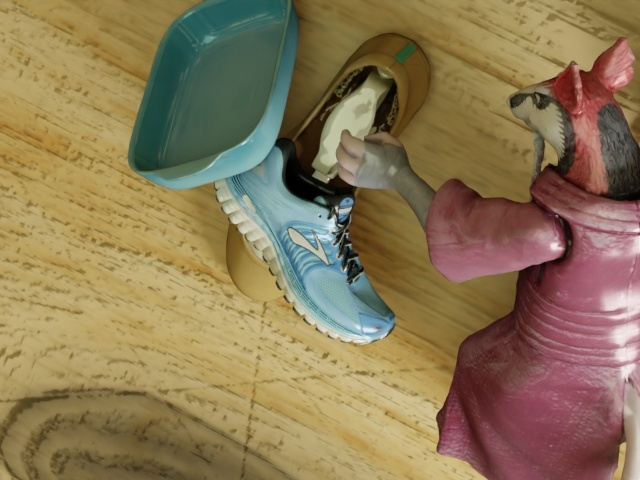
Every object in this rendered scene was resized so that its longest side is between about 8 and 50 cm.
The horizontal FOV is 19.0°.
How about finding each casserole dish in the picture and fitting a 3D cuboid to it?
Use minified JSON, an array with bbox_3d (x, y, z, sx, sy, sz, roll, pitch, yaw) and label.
[{"bbox_3d":[-0.068,-0.103,1.316,0.114,0.188,0.037,-15,133,27],"label":"casserole dish"}]

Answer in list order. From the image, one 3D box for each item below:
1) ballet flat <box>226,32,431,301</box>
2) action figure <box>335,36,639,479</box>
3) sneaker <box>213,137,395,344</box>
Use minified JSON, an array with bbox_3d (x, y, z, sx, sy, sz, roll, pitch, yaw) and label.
[{"bbox_3d":[-0.006,-0.047,1.351,0.080,0.073,0.232,33,110,3],"label":"ballet flat"},{"bbox_3d":[0.164,0.045,1.210,0.248,0.276,0.370,-13,133,-8],"label":"action figure"},{"bbox_3d":[0.000,0.000,1.294,0.073,0.063,0.162,-36,97,23],"label":"sneaker"}]
